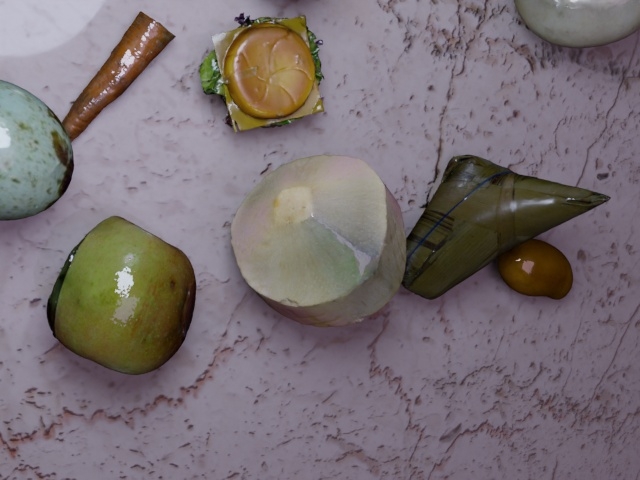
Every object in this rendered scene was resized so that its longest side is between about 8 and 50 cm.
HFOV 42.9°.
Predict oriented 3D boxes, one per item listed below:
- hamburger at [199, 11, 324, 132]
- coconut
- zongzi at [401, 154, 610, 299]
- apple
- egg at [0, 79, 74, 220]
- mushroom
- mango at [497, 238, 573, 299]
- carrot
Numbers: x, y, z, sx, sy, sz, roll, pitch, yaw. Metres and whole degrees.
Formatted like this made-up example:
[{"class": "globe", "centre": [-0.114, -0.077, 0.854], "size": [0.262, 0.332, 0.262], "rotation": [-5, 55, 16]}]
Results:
[{"class": "hamburger", "centre": [-0.083, -0.239, 1.168], "size": [0.190, 0.093, 0.164], "rotation": [-5, 101, -25]}, {"class": "coconut", "centre": [0.000, 0.000, 1.187], "size": [0.259, 0.259, 0.259], "rotation": [-5, 103, -23]}, {"class": "zongzi", "centre": [0.269, 0.004, 1.271], "size": [0.123, 0.289, 0.260], "rotation": [38, 83, -39]}, {"class": "apple", "centre": [-0.264, 0.076, 1.122], "size": [0.207, 0.174, 0.188], "rotation": [24, 93, -42]}, {"class": "egg", "centre": [-0.418, -0.120, 1.004], "size": [0.231, 0.169, 0.169], "rotation": [29, 89, -14]}, {"class": "mushroom", "centre": [0.429, -0.418, 1.307], "size": [0.246, 0.202, 0.246], "rotation": [-2, 77, 11]}, {"class": "mango", "centre": [0.391, 0.054, 1.450], "size": [0.184, 0.085, 0.102], "rotation": [22, 92, -32]}, {"class": "carrot", "centre": [-0.291, -0.213, 1.110], "size": [0.057, 0.057, 0.224], "rotation": [41, 88, -26]}]
